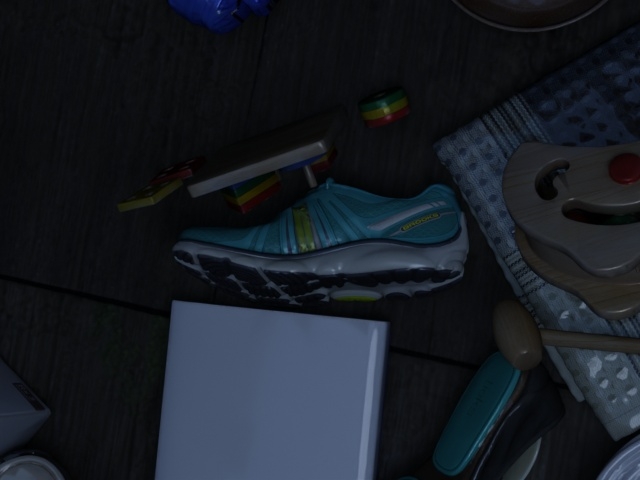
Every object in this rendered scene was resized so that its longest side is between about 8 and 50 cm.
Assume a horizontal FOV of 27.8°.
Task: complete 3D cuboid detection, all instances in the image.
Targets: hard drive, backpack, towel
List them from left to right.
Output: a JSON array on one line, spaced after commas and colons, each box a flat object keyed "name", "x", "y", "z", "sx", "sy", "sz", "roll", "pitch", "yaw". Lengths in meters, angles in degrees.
[{"name": "backpack", "x": -0.085, "y": -0.253, "z": 1.223, "sx": 0.101, "sy": 0.098, "sz": 0.120, "roll": 34, "pitch": 94, "yaw": 10}, {"name": "hard drive", "x": -0.052, "y": 0.224, "z": 1.215, "sx": 0.210, "sy": 0.040, "sz": 0.318, "roll": 5, "pitch": 88, "yaw": 14}, {"name": "towel", "x": 0.308, "y": -0.026, "z": 1.141, "sx": 0.312, "sy": 0.056, "sz": 0.324, "roll": -31, "pitch": 78, "yaw": 8}]

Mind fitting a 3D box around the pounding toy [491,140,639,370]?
[{"name": "pounding toy", "x": 0.248, "y": -0.004, "z": 1.089, "sx": 0.270, "sy": 0.155, "sz": 0.154, "roll": -27, "pitch": 50, "yaw": -1}]

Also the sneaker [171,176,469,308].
[{"name": "sneaker", "x": 0.000, "y": 0.000, "z": 1.201, "sx": 0.275, "sy": 0.107, "sz": 0.109, "roll": -2, "pitch": 67, "yaw": 9}]

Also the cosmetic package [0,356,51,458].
[{"name": "cosmetic package", "x": -0.476, "y": 0.240, "z": 1.264, "sx": 0.217, "sy": 0.156, "sz": 0.385, "roll": 40, "pitch": 98, "yaw": 15}]

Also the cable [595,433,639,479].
[{"name": "cable", "x": 0.349, "y": 0.267, "z": 1.087, "sx": 0.257, "sy": 0.089, "sz": 0.257, "roll": -35, "pitch": 79, "yaw": 11}]

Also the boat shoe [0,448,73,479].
[{"name": "boat shoe", "x": -0.238, "y": 0.361, "z": 1.241, "sx": 0.112, "sy": 0.095, "sz": 0.335, "roll": -17, "pitch": 87, "yaw": -8}]

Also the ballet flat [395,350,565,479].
[{"name": "ballet flat", "x": 0.118, "y": 0.227, "z": 1.139, "sx": 0.096, "sy": 0.095, "sz": 0.280, "roll": 41, "pitch": 91, "yaw": -27}]

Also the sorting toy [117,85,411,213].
[{"name": "sorting toy", "x": -0.049, "y": -0.066, "z": 1.191, "sx": 0.275, "sy": 0.132, "sz": 0.046, "roll": -18, "pitch": 105, "yaw": 15}]

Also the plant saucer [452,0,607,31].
[{"name": "plant saucer", "x": 0.196, "y": -0.286, "z": 1.185, "sx": 0.199, "sy": 0.036, "sz": 0.198, "roll": -1, "pitch": 86, "yaw": 14}]
